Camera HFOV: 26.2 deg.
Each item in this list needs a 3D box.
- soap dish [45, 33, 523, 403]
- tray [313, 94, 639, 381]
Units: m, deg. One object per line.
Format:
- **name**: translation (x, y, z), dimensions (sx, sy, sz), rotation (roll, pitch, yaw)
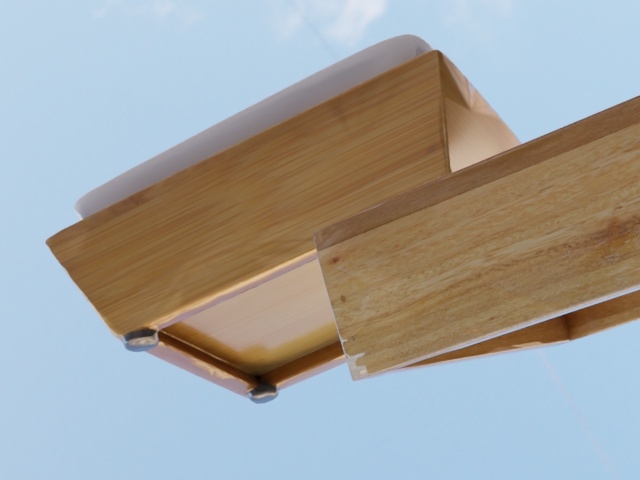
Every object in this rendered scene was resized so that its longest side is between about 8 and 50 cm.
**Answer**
- **soap dish**: translation (0.000, 0.000, 0.935), dimensions (0.290, 0.229, 0.118), rotation (-24, -118, 18)
- **tray**: translation (0.220, -0.041, 0.548), dimensions (0.202, 0.410, 0.076), rotation (-1, -109, -55)
